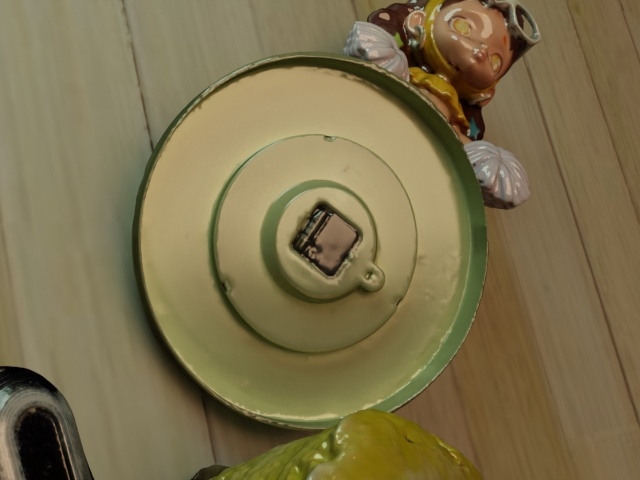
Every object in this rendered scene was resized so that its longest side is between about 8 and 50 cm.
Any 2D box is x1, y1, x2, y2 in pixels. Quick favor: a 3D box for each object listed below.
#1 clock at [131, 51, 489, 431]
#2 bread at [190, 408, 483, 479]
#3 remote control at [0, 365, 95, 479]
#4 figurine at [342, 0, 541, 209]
[{"bbox_3d":[0.000,0.000,0.599,0.235,0.029,0.235,0,90,-21],"label":"clock"},{"bbox_3d":[0.010,0.185,0.489,0.197,0.170,0.197,23,58,-44],"label":"bread"},{"bbox_3d":[-0.121,0.186,0.456,0.090,0.066,0.266,-13,79,-41],"label":"remote control"},{"bbox_3d":[0.075,-0.098,0.719,0.174,0.115,0.240,40,56,-16],"label":"figurine"}]
